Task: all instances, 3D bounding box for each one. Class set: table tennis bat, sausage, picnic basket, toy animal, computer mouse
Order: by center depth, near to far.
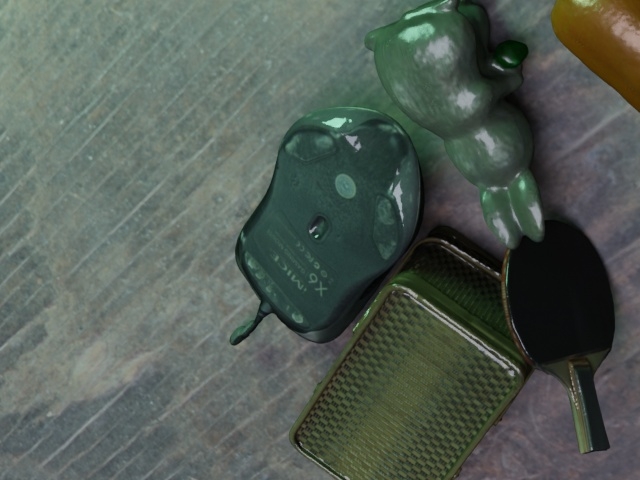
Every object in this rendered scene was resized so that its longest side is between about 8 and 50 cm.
[{"bbox_3d":[0.305,-0.144,1.175,0.238,0.098,0.098,41,124,5],"label":"sausage"},{"bbox_3d":[0.138,-0.113,1.264,0.138,0.108,0.236,-15,110,24],"label":"toy animal"},{"bbox_3d":[0.228,0.088,1.281,0.019,0.130,0.220,-22,78,56],"label":"table tennis bat"},{"bbox_3d":[0.105,0.133,1.375,0.165,0.139,0.267,35,123,6],"label":"picnic basket"},{"bbox_3d":[0.000,0.000,1.396,0.167,0.090,0.379,52,136,11],"label":"computer mouse"}]
